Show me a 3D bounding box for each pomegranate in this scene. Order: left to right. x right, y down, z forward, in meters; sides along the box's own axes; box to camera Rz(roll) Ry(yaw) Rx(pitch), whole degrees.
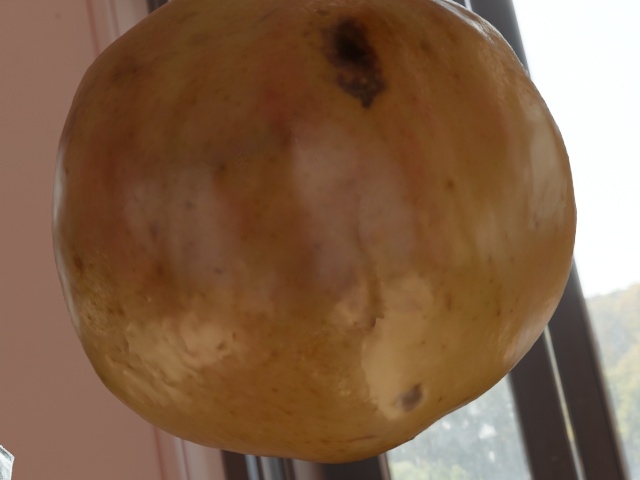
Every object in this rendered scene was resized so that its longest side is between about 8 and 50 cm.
[{"bbox_3d":[0.000,0.000,0.617,0.342,0.343,0.342,-10,-11,-2],"label":"pomegranate"}]

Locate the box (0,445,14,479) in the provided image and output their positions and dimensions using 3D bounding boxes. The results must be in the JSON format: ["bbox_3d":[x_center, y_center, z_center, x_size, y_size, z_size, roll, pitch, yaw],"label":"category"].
[{"bbox_3d":[-0.312,0.199,0.819,0.029,0.109,0.198,-43,18,-4],"label":"box"}]
